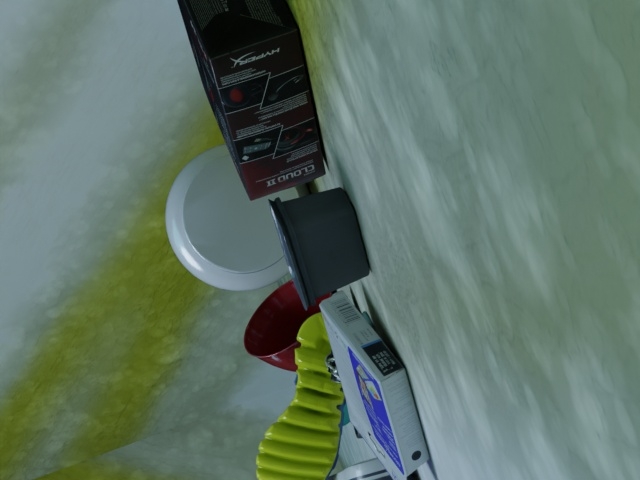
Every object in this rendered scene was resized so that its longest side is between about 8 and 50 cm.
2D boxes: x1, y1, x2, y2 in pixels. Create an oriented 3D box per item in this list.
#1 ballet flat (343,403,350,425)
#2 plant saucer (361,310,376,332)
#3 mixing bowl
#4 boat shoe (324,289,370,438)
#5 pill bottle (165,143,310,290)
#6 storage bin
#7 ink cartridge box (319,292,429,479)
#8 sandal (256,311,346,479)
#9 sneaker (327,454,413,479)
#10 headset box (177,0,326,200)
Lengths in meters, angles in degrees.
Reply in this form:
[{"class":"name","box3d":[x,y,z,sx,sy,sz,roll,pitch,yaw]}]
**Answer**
[{"class":"ballet flat","box3d":[0.030,0.229,2.326,0.079,0.077,0.221,-84,-14,-55]},{"class":"plant saucer","box3d":[0.071,0.157,1.798,0.119,0.021,0.119,161,90,-85]},{"class":"mixing bowl","box3d":[-0.029,0.154,2.186,0.098,0.181,0.181,49,-174,-27]},{"class":"boat shoe","box3d":[0.046,0.183,1.895,0.078,0.070,0.219,-155,45,-83]},{"class":"pill bottle","box3d":[-0.129,-0.035,2.053,0.408,0.229,0.229,165,86,-85]},{"class":"storage bin","box3d":[0.000,0.000,1.557,0.098,0.091,0.135,-116,9,-52]},{"class":"ink cartridge box","box3d":[0.072,0.203,1.691,0.206,0.045,0.208,-131,23,-56]},{"class":"sandal","box3d":[-0.003,0.273,2.054,0.138,0.126,0.317,35,-104,-74]},{"class":"sneaker","box3d":[0.085,0.402,2.000,0.321,0.126,0.127,96,157,-79]},{"class":"headset box","box3d":[-0.089,-0.209,1.601,0.293,0.110,0.218,77,171,-54]}]
